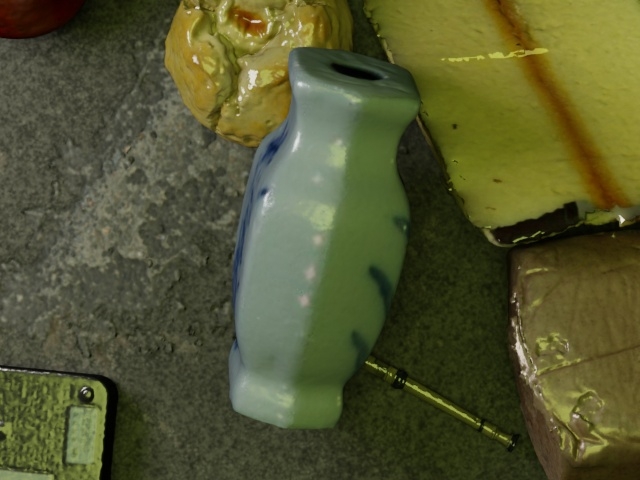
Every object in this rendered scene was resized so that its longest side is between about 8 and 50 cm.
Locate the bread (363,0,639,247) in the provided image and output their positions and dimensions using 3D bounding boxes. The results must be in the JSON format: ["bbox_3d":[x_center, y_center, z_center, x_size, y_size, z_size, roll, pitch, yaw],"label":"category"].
[{"bbox_3d":[0.265,-0.183,1.816,0.345,0.242,0.405,-21,90,3],"label":"bread"}]

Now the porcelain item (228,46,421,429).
[{"bbox_3d":[0.000,0.000,1.802,0.178,0.242,0.405,9,110,-7],"label":"porcelain item"}]

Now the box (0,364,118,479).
[{"bbox_3d":[-0.367,0.330,1.952,0.211,0.058,0.350,4,90,6],"label":"box"}]

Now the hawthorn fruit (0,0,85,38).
[{"bbox_3d":[-0.376,-0.365,1.881,0.307,0.265,0.265,30,92,-16],"label":"hawthorn fruit"}]

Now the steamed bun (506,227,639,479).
[{"bbox_3d":[0.330,0.147,1.809,0.251,0.199,0.301,-7,66,-6],"label":"steamed bun"}]

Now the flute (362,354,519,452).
[{"bbox_3d":[0.132,0.187,1.913,0.233,0.027,0.027,29,92,7],"label":"flute"}]

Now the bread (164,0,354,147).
[{"bbox_3d":[-0.071,-0.231,1.893,0.244,0.134,0.244,-1,87,9],"label":"bread"}]
